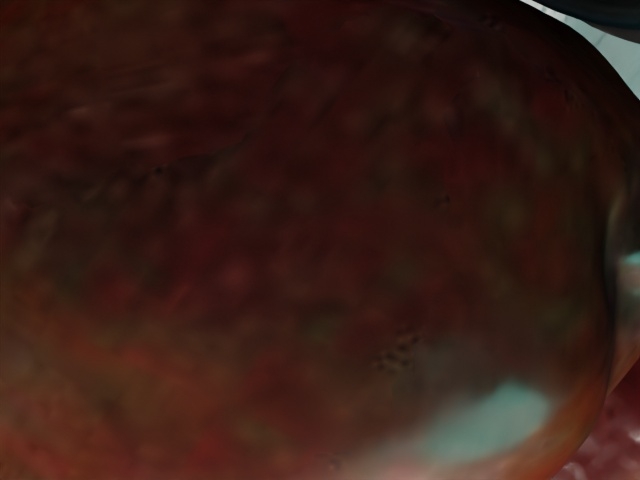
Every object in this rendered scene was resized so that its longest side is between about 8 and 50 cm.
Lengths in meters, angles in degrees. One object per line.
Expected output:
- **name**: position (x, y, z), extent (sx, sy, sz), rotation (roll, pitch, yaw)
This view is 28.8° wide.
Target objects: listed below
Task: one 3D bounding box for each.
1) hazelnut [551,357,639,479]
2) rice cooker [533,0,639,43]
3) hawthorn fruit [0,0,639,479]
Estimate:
- **hazelnut**: position (0.233, 0.100, 1.125), extent (0.421, 0.353, 0.421), rotation (-13, 139, -12)
- **rice cooker**: position (0.150, -0.214, 0.542), extent (0.267, 0.267, 0.224), rotation (-54, 153, 17)
- **hawthorn fruit**: position (-0.022, -0.002, 0.515), extent (0.324, 0.308, 0.308), rotation (-30, 157, -1)
